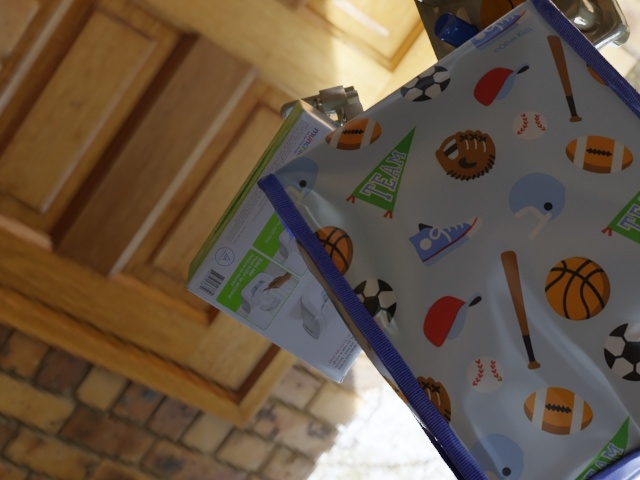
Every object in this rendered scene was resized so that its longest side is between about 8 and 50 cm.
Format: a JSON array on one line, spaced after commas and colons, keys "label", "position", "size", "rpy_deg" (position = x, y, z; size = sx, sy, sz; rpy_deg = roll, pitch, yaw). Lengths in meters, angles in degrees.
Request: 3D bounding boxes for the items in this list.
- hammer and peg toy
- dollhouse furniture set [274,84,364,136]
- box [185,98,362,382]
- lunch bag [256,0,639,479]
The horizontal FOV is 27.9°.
[{"label": "hammer and peg toy", "position": [0.234, -0.345, 1.716], "size": [0.127, 0.266, 0.361], "rpy_deg": [15, -133, -46]}, {"label": "dollhouse furniture set", "position": [0.003, -0.127, 1.723], "size": [0.151, 0.123, 0.144], "rpy_deg": [-103, -1, -51]}, {"label": "box", "position": [0.000, 0.000, 1.592], "size": [0.231, 0.262, 0.127], "rpy_deg": [32, -170, -10]}, {"label": "lunch bag", "position": [0.189, 0.037, 1.133], "size": [0.385, 0.328, 0.239], "rpy_deg": [53, 178, 33]}]
